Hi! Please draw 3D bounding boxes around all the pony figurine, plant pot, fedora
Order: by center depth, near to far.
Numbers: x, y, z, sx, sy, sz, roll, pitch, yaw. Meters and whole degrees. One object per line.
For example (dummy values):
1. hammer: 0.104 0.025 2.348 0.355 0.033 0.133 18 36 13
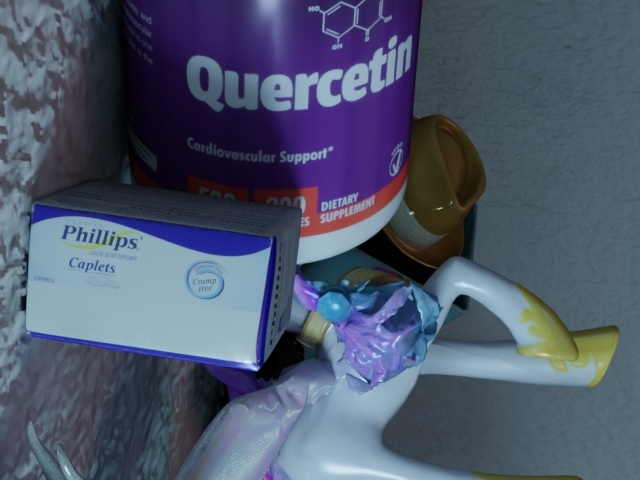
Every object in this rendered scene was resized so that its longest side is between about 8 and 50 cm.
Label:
1. pony figurine: 0.006 0.138 1.096 0.303 0.364 0.351 127 -15 -85
2. fedora: 0.115 -0.067 1.532 0.194 0.079 0.194 31 45 -37
3. plant pot: 0.032 0.037 1.641 0.234 0.165 0.165 -42 -153 41

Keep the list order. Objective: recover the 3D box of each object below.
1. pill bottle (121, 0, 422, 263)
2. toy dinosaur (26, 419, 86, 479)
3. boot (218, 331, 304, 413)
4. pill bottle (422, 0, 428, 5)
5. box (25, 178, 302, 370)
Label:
1. pill bottle: -0.029 -0.155 0.877 0.181 0.182 0.323 -78 172 -52
2. toy dinosaur: -0.097 0.216 0.828 0.160 0.121 0.313 -66 163 -9
3. boot: -0.064 0.183 1.387 0.207 0.094 0.246 94 -3 -66
4. pill bottle: 0.068 -0.405 1.728 0.318 0.176 0.176 83 14 -70
5. box: -0.081 0.015 0.805 0.137 0.126 0.072 -50 148 -81
